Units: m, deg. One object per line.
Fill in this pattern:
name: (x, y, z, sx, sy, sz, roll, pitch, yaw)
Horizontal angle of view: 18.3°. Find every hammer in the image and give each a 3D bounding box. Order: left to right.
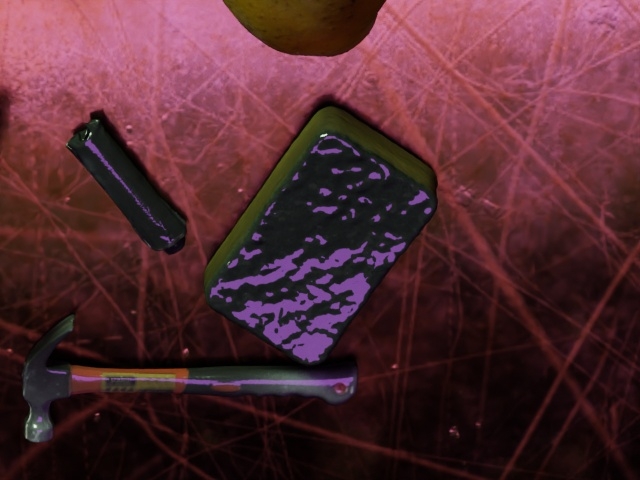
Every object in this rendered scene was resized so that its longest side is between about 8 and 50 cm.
hammer: (-0.112, 0.120, 1.699, 0.287, 0.033, 0.111, 1, 112, -1)

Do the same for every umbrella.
umbrella: (-0.158, -0.041, 1.639, 0.036, 0.031, 0.133, -25, 112, 37)

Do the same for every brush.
brush: (0.000, 0.000, 1.639, 0.123, 0.059, 0.197, 31, 108, -13)

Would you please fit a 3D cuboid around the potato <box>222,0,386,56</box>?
potato: (0.002, -0.310, 1.478, 0.176, 0.195, 0.369, 28, 122, 32)
